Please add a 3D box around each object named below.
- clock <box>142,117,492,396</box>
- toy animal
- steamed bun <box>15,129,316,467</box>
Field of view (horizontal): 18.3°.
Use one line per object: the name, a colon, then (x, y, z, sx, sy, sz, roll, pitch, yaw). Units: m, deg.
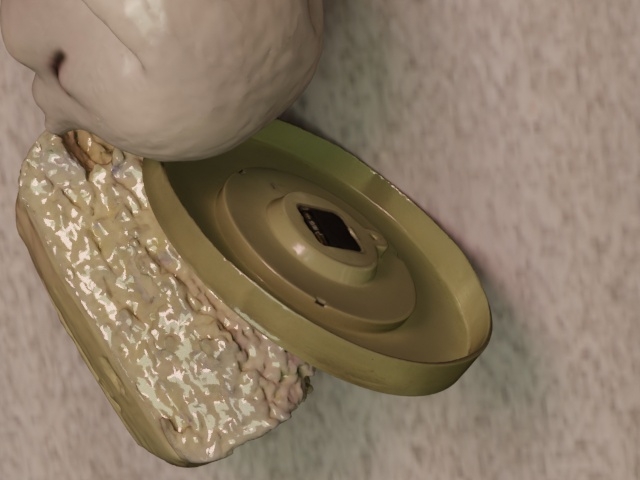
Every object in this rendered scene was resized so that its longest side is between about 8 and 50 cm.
clock: (0.000, 0.000, 1.191, 0.235, 0.235, 0.029, 39, 115, 4)
toy animal: (-0.104, -0.173, 1.129, 0.206, 0.272, 0.265, -32, 64, 19)
steamed bun: (-0.087, 0.011, 1.253, 0.170, 0.200, 0.225, -32, 94, -10)
